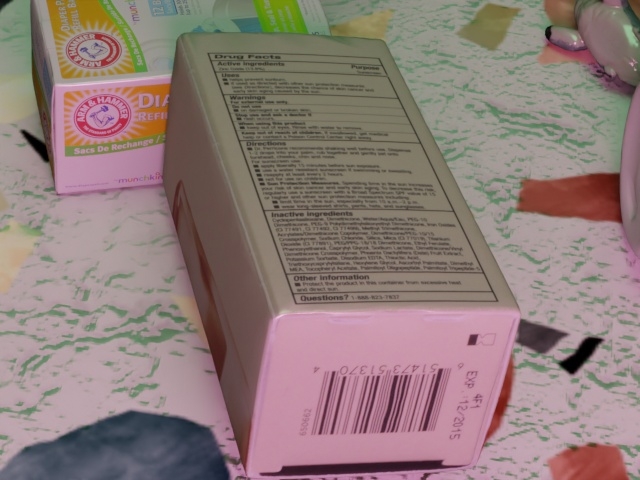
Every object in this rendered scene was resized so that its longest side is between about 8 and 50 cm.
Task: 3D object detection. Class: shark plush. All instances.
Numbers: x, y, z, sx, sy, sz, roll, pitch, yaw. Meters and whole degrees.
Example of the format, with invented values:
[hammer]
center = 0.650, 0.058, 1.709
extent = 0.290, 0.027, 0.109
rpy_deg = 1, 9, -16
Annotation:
[shark plush]
center = 0.252, -0.153, 1.358
extent = 0.067, 0.073, 0.161
rpy_deg = 4, 32, -48

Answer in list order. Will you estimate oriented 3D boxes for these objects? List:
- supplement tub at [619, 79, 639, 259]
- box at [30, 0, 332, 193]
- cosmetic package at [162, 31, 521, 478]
[supplement tub]
center = 0.319, -0.048, 1.202
extent = 0.199, 0.144, 0.144
rpy_deg = 4, 47, -5
[box]
center = -0.098, -0.115, 1.238
extent = 0.203, 0.103, 0.114
rpy_deg = -6, 47, -13
[cosmetic package]
center = 0.000, 0.000, 1.086
extent = 0.153, 0.129, 0.296
rpy_deg = 0, 38, -15
